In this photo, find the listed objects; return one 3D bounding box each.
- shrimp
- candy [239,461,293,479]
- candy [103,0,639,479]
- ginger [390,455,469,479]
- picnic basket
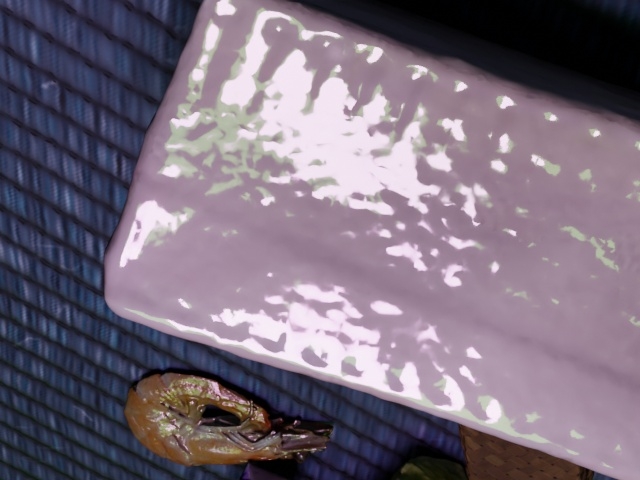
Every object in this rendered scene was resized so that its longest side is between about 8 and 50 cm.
[{"bbox_3d":[-0.076,0.147,1.292,0.180,0.041,0.099,6,125,14],"label":"shrimp"},{"bbox_3d":[-0.069,0.295,1.385,0.061,0.088,0.312,17,149,-1],"label":"candy"},{"bbox_3d":[0.071,-0.015,0.910,0.359,0.145,0.208,18,105,-3],"label":"candy"},{"bbox_3d":[0.017,0.290,1.283,0.089,0.137,0.290,39,92,-15],"label":"ginger"},{"bbox_3d":[0.155,0.147,1.194,0.110,0.055,0.193,3,137,15],"label":"picnic basket"}]
